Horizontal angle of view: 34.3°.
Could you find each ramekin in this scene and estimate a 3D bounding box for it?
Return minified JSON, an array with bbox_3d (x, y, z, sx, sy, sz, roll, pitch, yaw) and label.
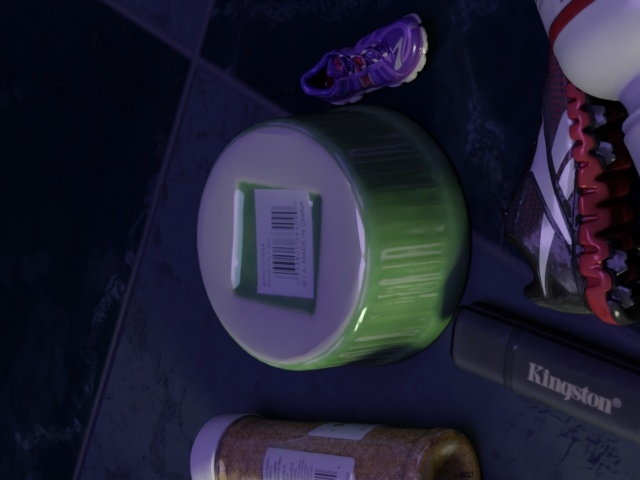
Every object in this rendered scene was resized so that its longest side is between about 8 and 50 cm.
[{"bbox_3d":[0.000,0.000,1.148,0.303,0.148,0.303,5,97,43],"label":"ramekin"}]

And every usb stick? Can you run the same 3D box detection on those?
[{"bbox_3d":[0.244,0.132,1.005,0.278,0.045,0.077,21,107,40],"label":"usb stick"}]

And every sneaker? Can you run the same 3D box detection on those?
[{"bbox_3d":[0.227,-0.057,0.965,0.135,0.098,0.276,-5,92,41],"label":"sneaker"},{"bbox_3d":[0.047,-0.193,1.140,0.170,0.071,0.068,-26,76,41],"label":"sneaker"}]

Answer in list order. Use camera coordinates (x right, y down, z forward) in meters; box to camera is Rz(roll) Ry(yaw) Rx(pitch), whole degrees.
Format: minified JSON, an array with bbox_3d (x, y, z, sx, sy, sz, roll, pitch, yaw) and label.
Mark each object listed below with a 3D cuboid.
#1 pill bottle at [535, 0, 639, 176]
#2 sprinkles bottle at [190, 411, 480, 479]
[{"bbox_3d":[0.268,-0.259,0.819,0.229,0.229,0.407,-27,76,41],"label":"pill bottle"},{"bbox_3d":[0.006,0.265,1.188,0.355,0.121,0.121,-5,91,43],"label":"sprinkles bottle"}]
